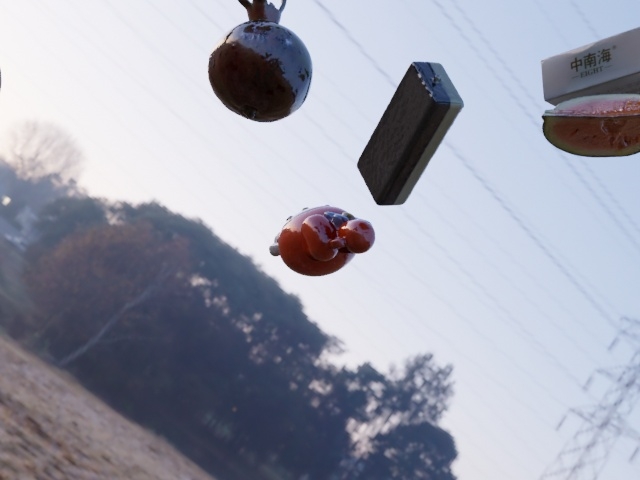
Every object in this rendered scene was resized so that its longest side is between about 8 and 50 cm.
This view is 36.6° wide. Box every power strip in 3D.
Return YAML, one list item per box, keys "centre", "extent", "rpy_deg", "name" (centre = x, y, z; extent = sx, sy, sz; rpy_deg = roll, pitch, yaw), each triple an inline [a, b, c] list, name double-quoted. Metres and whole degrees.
- centre: [0.147, -0.176, 1.601]
  extent: [0.105, 0.070, 0.257]
  rpy_deg: [65, -34, 32]
  name: "power strip"

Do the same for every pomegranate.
- centre: [-0.067, -0.220, 1.145]
  extent: [0.129, 0.159, 0.129]
  rpy_deg: [11, 9, -2]
  name: "pomegranate"

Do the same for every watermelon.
- centre: [0.345, -0.151, 1.169]
  extent: [0.163, 0.069, 0.087]
  rpy_deg: [-1, -30, 7]
  name: "watermelon"

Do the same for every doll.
- centre: [0.000, 0.000, 1.782]
  extent: [0.290, 0.161, 0.130]
  rpy_deg: [176, -100, -68]
  name: "doll"

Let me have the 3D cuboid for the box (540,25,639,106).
- centre: [0.435, -0.210, 1.351]
  extent: [0.155, 0.067, 0.243]
  rpy_deg: [-11, -18, 40]
  name: "box"
